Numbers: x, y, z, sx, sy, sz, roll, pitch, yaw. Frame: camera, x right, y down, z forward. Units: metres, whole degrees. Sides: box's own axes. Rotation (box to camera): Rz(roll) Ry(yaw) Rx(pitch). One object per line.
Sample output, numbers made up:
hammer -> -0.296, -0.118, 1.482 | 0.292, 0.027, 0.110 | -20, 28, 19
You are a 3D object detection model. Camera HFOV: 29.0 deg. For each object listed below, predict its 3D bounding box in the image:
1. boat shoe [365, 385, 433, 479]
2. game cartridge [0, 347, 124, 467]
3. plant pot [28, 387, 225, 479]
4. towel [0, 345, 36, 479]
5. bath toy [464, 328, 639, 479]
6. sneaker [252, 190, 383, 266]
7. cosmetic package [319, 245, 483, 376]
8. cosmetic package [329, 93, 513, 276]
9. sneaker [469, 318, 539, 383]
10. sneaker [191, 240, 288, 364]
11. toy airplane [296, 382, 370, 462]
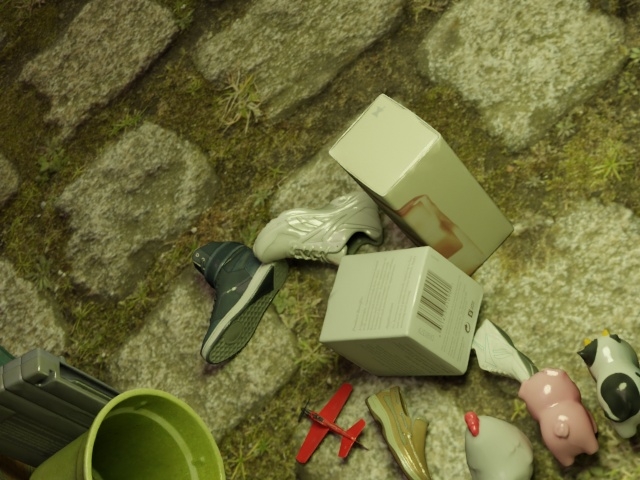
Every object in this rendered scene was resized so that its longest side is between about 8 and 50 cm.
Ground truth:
boat shoe -> 0.133, 0.293, 1.880 | 0.072, 0.068, 0.190 | -30, 49, 0
game cartridge -> -0.440, 0.297, 2.064 | 0.230, 0.355, 0.068 | -23, 55, 21
plant pot -> -0.339, 0.407, 2.007 | 0.254, 0.276, 0.276 | -26, 50, 38
towel -> -0.567, 0.331, 2.192 | 0.040, 0.271, 0.370 | -21, 53, 6
bath toy -> 0.346, 0.225, 1.734 | 0.348, 0.129, 0.151 | -32, 16, 13
sneaker -> 0.000, 0.000, 2.108 | 0.232, 0.090, 0.115 | -20, 61, 3
cosmetic package -> 0.125, 0.114, 1.913 | 0.184, 0.151, 0.151 | -7, 58, 44
cosmetic package -> 0.161, -0.076, 1.927 | 0.129, 0.296, 0.153 | -47, 47, 0
sneaker -> 0.277, 0.183, 1.861 | 0.061, 0.054, 0.152 | -48, 40, 7
sneaker -> -0.180, 0.101, 2.180 | 0.163, 0.086, 0.226 | 23, 67, 30
toy airplane -> 0.018, 0.299, 1.975 | 0.151, 0.028, 0.151 | -17, 54, 24
